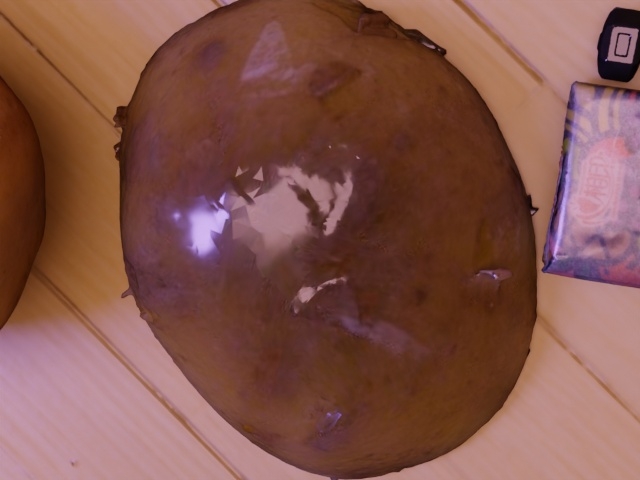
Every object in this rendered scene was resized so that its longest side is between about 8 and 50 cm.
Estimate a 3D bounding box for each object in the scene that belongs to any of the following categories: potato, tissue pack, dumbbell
[{"bbox_3d":[0.000,0.000,0.707,0.239,0.116,0.299,-20,95,8],"label":"potato"},{"bbox_3d":[0.200,-0.023,0.688,0.148,0.060,0.109,9,98,11],"label":"tissue pack"},{"bbox_3d":[0.192,-0.102,0.691,0.083,0.040,0.036,10,129,9],"label":"dumbbell"}]

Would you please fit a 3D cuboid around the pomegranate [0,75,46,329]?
[{"bbox_3d":[-0.257,-0.023,0.697,0.233,0.233,0.233,1,97,10],"label":"pomegranate"}]
